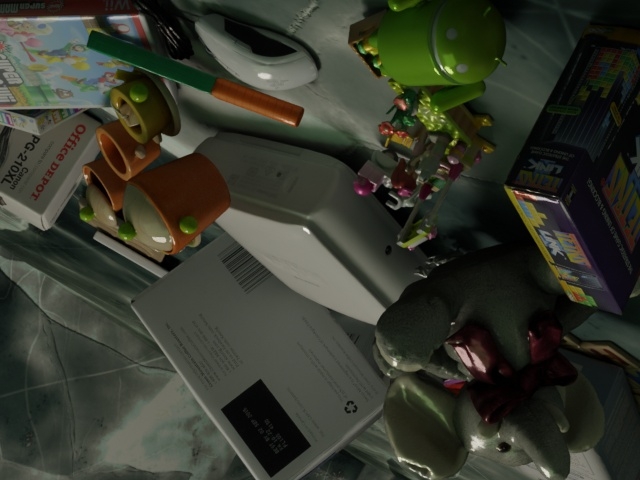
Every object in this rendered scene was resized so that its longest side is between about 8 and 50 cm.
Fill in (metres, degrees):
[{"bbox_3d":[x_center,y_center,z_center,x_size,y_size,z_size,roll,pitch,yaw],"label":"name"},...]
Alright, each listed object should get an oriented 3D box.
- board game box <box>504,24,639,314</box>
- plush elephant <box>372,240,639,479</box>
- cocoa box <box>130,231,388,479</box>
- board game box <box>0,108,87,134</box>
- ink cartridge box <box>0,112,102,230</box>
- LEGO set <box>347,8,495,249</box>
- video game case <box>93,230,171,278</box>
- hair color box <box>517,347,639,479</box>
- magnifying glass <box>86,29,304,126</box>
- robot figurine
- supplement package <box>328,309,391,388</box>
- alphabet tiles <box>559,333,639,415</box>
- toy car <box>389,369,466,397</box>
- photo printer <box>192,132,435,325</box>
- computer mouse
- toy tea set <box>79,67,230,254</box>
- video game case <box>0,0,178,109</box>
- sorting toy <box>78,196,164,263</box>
[{"bbox_3d":[0.208,-0.047,0.720,0.048,0.141,0.170,16,160,38],"label":"board game box"},{"bbox_3d":[0.198,0.143,1.058,0.330,0.271,0.256,-161,52,-83],"label":"plush elephant"},{"bbox_3d":[-0.081,0.181,1.497,0.347,0.231,0.228,52,173,13],"label":"cocoa box"},{"bbox_3d":[-0.396,-0.191,1.354,0.154,0.103,0.026,18,131,35],"label":"board game box"},{"bbox_3d":[-0.465,-0.150,1.462,0.237,0.172,0.100,30,164,-5],"label":"ink cartridge box"},{"bbox_3d":[0.079,-0.077,0.901,0.132,0.107,0.287,24,163,15],"label":"LEGO set"},{"bbox_3d":[-0.392,0.037,2.113,0.190,0.022,0.173,30,176,-6],"label":"video game case"},{"bbox_3d":[0.356,0.270,1.435,0.185,0.114,0.374,18,160,32],"label":"hair color box"},{"bbox_3d":[-0.127,-0.164,0.999,0.231,0.026,0.092,23,-175,5],"label":"magnifying glass"},{"bbox_3d":[0.089,-0.149,0.738,0.115,0.067,0.101,9,131,50],"label":"robot figurine"},{"bbox_3d":[0.086,0.222,1.735,0.139,0.134,0.244,39,161,-32],"label":"supplement package"},{"bbox_3d":[0.394,0.203,1.392,0.342,0.011,0.285,34,163,-17],"label":"alphabet tiles"},{"bbox_3d":[0.182,0.172,1.437,0.136,0.159,0.182,-10,146,23],"label":"toy car"},{"bbox_3d":[0.000,0.000,1.249,0.256,0.107,0.307,18,161,42],"label":"photo printer"},{"bbox_3d":[-0.093,-0.188,0.969,0.193,0.042,0.106,23,162,20],"label":"computer mouse"},{"bbox_3d":[-0.227,-0.056,1.170,0.200,0.124,0.336,55,156,2],"label":"toy tea set"},{"bbox_3d":[-0.316,-0.202,1.099,0.285,0.025,0.204,-1,160,2],"label":"video game case"},{"bbox_3d":[-0.392,-0.023,1.978,0.193,0.038,0.208,31,168,-6],"label":"sorting toy"}]
